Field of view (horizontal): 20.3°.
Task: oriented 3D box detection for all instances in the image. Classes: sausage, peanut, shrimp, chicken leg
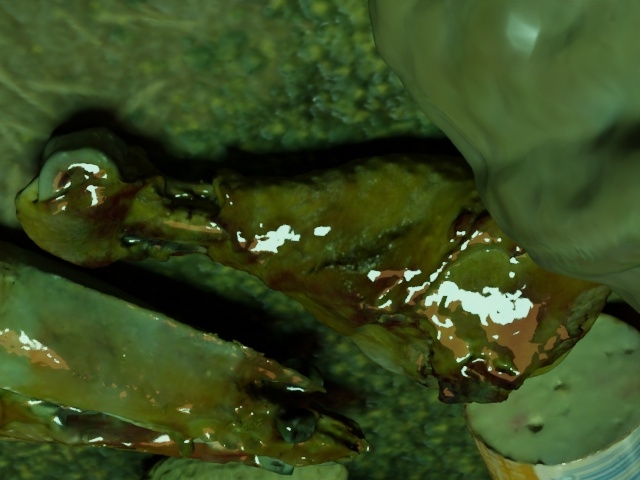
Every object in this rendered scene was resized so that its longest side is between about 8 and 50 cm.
[{"bbox_3d":[0.156,0.161,0.909,0.093,0.093,0.312,-14,136,13],"label":"sausage"},{"bbox_3d":[-0.040,0.121,0.887,0.113,0.054,0.054,-10,137,13],"label":"peanut"},{"bbox_3d":[-0.115,0.065,0.819,0.294,0.062,0.154,17,144,-11],"label":"shrimp"},{"bbox_3d":[0.000,-0.001,0.743,0.251,0.087,0.107,13,115,-6],"label":"chicken leg"}]

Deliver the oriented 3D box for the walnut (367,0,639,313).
[{"bbox_3d":[0.147,-0.083,0.544,0.273,0.227,0.273,0,143,0],"label":"walnut"}]
